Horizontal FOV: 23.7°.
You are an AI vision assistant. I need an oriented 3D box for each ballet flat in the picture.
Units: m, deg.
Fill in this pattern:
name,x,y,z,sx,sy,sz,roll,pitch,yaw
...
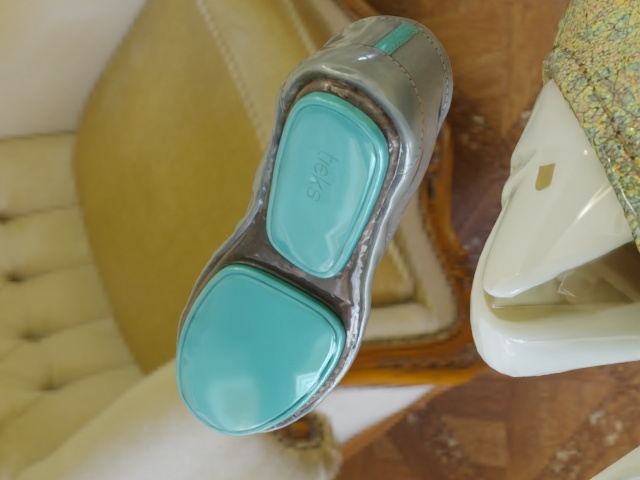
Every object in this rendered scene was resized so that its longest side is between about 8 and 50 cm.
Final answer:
name,x,y,z,sx,sy,sz,roll,pitch,yaw
ballet flat,0.102,0.046,0.421,0.123,0.123,0.349,-37,56,41
ballet flat,0.000,0.000,0.597,0.072,0.068,0.213,33,137,7
